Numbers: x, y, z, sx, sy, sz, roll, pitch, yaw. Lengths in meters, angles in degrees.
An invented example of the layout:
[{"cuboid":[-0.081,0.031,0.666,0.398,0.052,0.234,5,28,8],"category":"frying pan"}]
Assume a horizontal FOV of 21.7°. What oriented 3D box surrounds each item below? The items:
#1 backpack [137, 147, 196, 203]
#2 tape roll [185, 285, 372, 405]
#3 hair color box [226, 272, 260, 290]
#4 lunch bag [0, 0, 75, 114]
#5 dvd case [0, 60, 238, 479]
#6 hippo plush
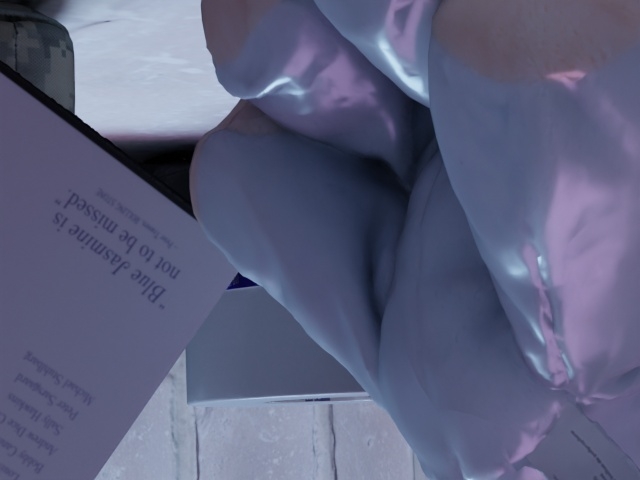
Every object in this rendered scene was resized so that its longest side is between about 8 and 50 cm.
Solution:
[{"cuboid":[-0.136,0.001,1.165,0.151,0.115,0.182,-4,177,-16],"category":"backpack"},{"cuboid":[0.019,0.071,1.118,0.219,0.072,0.219,-3,173,0],"category":"tape roll"},{"cuboid":[0.000,0.000,1.264,0.185,0.110,0.339,0,172,-21],"category":"hair color box"},{"cuboid":[-0.263,0.035,0.723,0.305,0.256,0.212,0,173,-25],"category":"lunch bag"},{"cuboid":[-0.165,0.056,0.655,0.180,0.253,0.022,38,173,-26],"category":"dvd case"},{"cuboid":[0.121,-0.029,0.565,0.236,0.294,0.234,-21,152,-29],"category":"hippo plush"}]
